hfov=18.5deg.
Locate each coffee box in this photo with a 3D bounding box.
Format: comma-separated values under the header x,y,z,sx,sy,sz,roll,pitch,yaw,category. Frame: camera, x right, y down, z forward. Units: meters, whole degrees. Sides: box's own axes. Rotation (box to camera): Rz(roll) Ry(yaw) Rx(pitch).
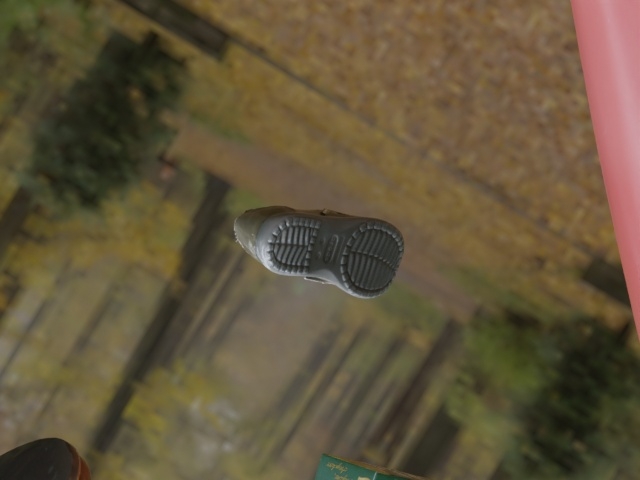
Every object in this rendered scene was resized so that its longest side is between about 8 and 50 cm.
x,y,z,sx,sy,sz,roll,pitch,yaw,category
0.098,0.258,1.977,0.184,0.040,0.113,17,176,-28,coffee box

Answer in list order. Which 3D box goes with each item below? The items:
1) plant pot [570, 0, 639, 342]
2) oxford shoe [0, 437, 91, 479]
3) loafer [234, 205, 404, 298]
x,y,z,sx,sy,sz,roll,pitch,yaw,category
0.261,-0.074,1.028,0.275,0.275,0.243,-154,41,-82,plant pot
-0.191,0.193,1.182,0.076,0.212,0.076,25,-144,-29,oxford shoe
0.000,0.000,2.188,0.087,0.094,0.251,26,-175,39,loafer
